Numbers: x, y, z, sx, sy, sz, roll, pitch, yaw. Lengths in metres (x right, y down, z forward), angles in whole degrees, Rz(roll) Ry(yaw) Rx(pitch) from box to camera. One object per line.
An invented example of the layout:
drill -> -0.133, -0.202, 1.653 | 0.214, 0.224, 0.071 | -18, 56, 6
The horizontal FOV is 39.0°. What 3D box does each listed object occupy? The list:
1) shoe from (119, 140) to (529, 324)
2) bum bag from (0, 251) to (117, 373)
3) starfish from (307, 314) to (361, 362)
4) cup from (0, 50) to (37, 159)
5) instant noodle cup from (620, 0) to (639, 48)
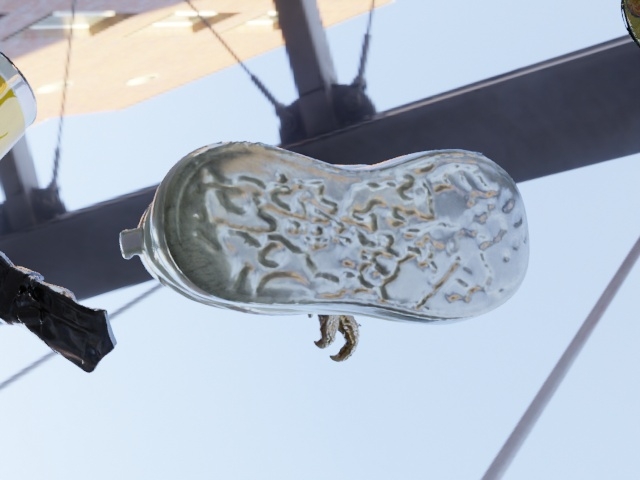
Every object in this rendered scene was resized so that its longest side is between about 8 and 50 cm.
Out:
shoe -> 0.000, 0.000, 0.646 | 0.159, 0.316, 0.124 | -11, -103, 50
bum bag -> -0.430, 0.100, 1.351 | 0.310, 0.074, 0.137 | 27, -50, 20
starfish -> -0.004, 0.074, 1.389 | 0.071, 0.238, 0.216 | -26, -82, 2
cup -> -0.470, -0.107, 1.047 | 0.196, 0.280, 0.196 | 21, -41, 20
instant noodle cup -> 0.470, -0.303, 1.103 | 0.182, 0.182, 0.144 | 63, -29, 5
